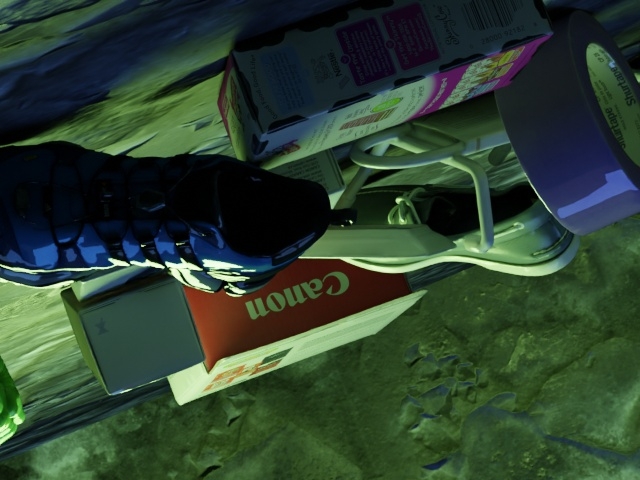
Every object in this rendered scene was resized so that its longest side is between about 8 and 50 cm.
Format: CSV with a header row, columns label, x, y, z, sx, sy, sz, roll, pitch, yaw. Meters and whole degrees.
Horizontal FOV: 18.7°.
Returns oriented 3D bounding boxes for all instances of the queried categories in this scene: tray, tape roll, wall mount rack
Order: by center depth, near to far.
label,x,y,z,sx,sy,sz,roll,pitch,yaw
tape roll,0.235,-0.105,1.745,0.080,0.189,0.189,-25,172,25
wall mount rack,0.169,-0.085,1.993,0.350,0.130,0.304,-17,-160,-25
tray,0.000,0.000,2.080,0.270,0.030,0.145,0,-177,17

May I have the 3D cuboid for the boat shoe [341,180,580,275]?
label,x,y,z,sx,sy,sz,roll,pitch,yaw
boat shoe,0.129,-0.031,2.170,0.319,0.116,0.099,5,146,30

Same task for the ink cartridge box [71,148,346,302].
label,x,y,z,sx,sy,sz,roll,pitch,yaw
ink cartridge box,-0.123,-0.007,1.964,0.275,0.060,0.239,-20,171,-10

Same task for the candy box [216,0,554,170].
label,x,y,z,sx,sy,sz,roll,pitch,yaw
candy box,0.044,-0.131,1.479,0.233,0.071,0.159,-20,173,-10

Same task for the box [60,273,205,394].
label,x,y,z,sx,sy,sz,roll,pitch,yaw
box,-0.201,0.088,2.054,0.113,0.094,0.275,-19,-173,-9

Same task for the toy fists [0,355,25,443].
label,x,y,z,sx,sy,sz,roll,pitch,yaw
toy fists,-0.378,0.155,2.088,0.096,0.142,0.279,-20,173,-9

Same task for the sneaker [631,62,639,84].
label,x,y,z,sx,sy,sz,roll,pitch,yaw
sneaker,0.332,-0.155,2.140,0.217,0.079,0.121,-30,169,3

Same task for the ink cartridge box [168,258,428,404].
label,x,y,z,sx,sy,sz,roll,pitch,yaw
ink cartridge box,-0.045,0.087,2.586,0.309,0.130,0.272,-19,171,-20

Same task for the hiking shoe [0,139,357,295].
label,x,y,z,sx,sy,sz,roll,pitch,yaw
hiking shoe,-0.131,-0.031,1.428,0.304,0.113,0.132,3,161,-37
